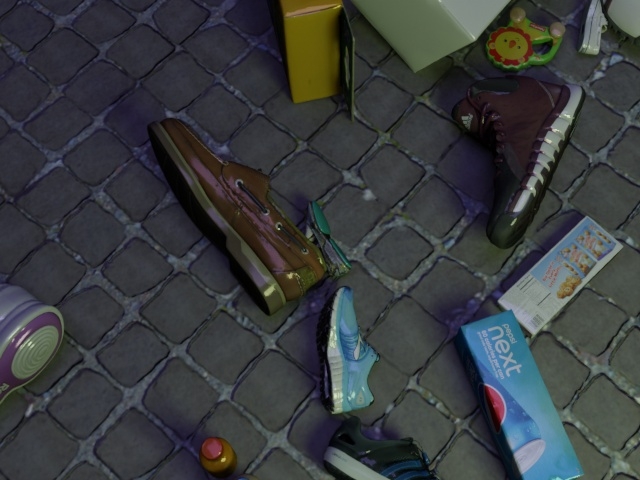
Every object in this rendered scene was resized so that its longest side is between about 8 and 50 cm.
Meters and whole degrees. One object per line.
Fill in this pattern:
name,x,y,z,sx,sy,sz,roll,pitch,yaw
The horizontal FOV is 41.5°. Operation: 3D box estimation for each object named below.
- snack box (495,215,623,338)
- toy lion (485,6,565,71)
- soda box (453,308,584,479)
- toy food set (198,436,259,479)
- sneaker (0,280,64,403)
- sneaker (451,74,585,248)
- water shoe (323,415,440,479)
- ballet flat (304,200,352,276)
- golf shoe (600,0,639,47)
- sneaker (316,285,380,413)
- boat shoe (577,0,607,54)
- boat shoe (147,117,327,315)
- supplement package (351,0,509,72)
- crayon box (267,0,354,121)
snack box,0.313,0.046,1.105,0.178,0.022,0.064,-41,71,-15
toy lion,0.298,-0.288,1.248,0.100,0.034,0.096,23,76,10
soda box,0.234,0.197,1.018,0.071,0.067,0.210,-17,67,-6
toy food set,-0.108,0.342,0.941,0.111,0.104,0.232,10,67,5
sneaker,-0.460,0.176,1.035,0.152,0.114,0.305,31,66,28
sneaker,0.238,-0.121,1.146,0.162,0.106,0.281,23,59,16
water shoe,0.105,0.271,0.986,0.203,0.073,0.080,23,67,10
ballet flat,0.000,0.000,1.125,0.041,0.041,0.114,-24,67,-9
golf shoe,0.471,-0.413,1.249,0.105,0.120,0.273,-2,68,-2
sneaker,0.037,0.137,1.062,0.073,0.063,0.162,4,70,-16
boat shoe,0.408,-0.320,1.256,0.035,0.035,0.100,15,70,-2
boat shoe,-0.112,-0.048,1.118,0.104,0.111,0.307,-33,80,-16
supplement package,0.201,-0.414,1.194,0.177,0.175,0.293,46,72,-12
crayon box,-0.029,-0.343,1.181,0.083,0.203,0.323,-13,67,-4
